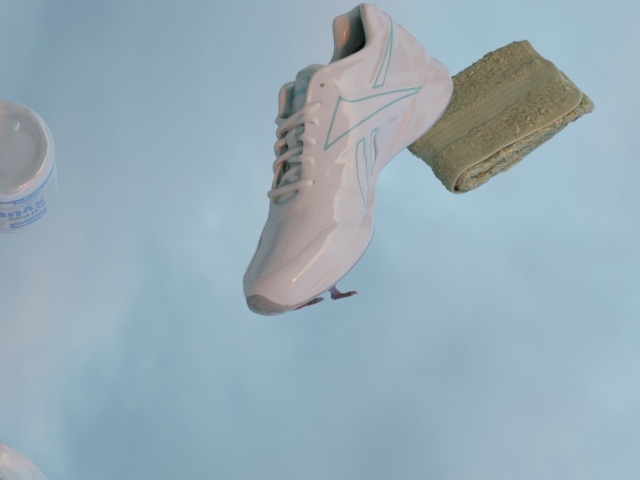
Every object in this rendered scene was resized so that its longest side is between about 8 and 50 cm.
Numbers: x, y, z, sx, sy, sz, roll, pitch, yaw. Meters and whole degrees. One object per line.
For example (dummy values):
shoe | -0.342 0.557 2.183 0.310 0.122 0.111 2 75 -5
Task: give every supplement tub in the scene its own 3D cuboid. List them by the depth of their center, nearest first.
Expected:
supplement tub | -0.217 -0.049 1.052 0.107 0.071 0.071 118 -15 -74

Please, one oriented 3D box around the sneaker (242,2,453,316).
sneaker | 0.000 -0.036 0.637 0.053 0.061 0.152 -8 -136 45

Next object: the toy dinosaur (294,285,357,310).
toy dinosaur | 0.000 0.000 1.016 0.047 0.090 0.082 -13 -90 18

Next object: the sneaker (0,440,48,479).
sneaker | -0.293 0.270 1.315 0.115 0.090 0.232 -49 154 -47

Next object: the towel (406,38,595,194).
towel | 0.138 -0.105 1.253 0.148 0.027 0.110 -33 -129 -13
